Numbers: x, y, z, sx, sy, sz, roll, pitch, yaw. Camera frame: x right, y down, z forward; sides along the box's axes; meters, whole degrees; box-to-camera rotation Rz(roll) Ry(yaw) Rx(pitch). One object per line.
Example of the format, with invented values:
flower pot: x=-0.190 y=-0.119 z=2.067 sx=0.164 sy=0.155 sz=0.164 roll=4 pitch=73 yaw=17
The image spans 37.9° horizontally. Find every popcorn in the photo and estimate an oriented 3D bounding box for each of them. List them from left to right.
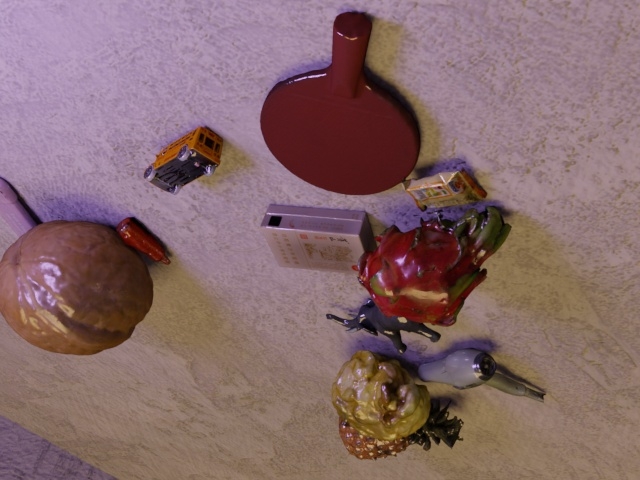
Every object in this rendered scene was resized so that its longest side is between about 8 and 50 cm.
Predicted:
popcorn: x=0.133 y=0.366 z=2.124 sx=0.233 sy=0.192 sz=0.266 roll=43 pitch=162 yaw=-5

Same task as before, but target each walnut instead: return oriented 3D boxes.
walnut: x=-0.520 y=0.105 z=2.002 sx=0.332 sy=0.333 sz=0.333 roll=13 pitch=148 yaw=8

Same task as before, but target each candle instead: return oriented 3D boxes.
candle: x=-0.377 y=0.009 z=2.000 sx=0.048 sy=0.053 sz=0.162 roll=-1 pitch=146 yaw=37

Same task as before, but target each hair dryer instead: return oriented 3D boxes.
hair dryer: x=0.344 y=0.315 z=2.095 sx=0.229 sy=0.092 sz=0.267 roll=-4 pitch=152 yaw=44

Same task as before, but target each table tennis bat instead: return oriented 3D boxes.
table tennis bat: x=0.033 y=-0.197 z=1.480 sx=0.268 sy=0.051 sz=0.415 roll=14 pitch=149 yaw=5

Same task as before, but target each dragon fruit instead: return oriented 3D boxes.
dragon fruit: x=0.191 y=0.027 z=1.641 sx=0.200 sy=0.269 sz=0.198 roll=37 pitch=-170 yaw=25

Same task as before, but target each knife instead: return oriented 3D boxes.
knife: x=-0.652 y=-0.020 z=2.104 sx=0.132 sy=0.038 sz=0.399 roll=1 pitch=143 yaw=23

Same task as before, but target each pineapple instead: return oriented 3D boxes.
pineapple: x=0.214 y=0.454 z=2.301 sx=0.340 sy=0.169 sz=0.169 roll=-16 pitch=135 yaw=34

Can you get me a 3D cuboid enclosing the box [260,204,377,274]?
box: x=0.000 y=0.000 z=1.786 sx=0.201 sy=0.058 sz=0.141 roll=5 pitch=146 yaw=22

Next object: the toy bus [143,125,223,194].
toy bus: x=-0.248 y=-0.143 z=1.678 sx=0.069 sy=0.074 sz=0.162 roll=31 pitch=145 yaw=-33

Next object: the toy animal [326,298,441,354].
toy animal: x=0.143 y=0.173 z=1.962 sx=0.137 sy=0.082 sz=0.269 roll=40 pitch=146 yaw=-26

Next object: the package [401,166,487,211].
package: x=0.205 y=-0.084 z=1.564 sx=0.120 sy=0.031 sz=0.108 roll=-10 pitch=153 yaw=29
